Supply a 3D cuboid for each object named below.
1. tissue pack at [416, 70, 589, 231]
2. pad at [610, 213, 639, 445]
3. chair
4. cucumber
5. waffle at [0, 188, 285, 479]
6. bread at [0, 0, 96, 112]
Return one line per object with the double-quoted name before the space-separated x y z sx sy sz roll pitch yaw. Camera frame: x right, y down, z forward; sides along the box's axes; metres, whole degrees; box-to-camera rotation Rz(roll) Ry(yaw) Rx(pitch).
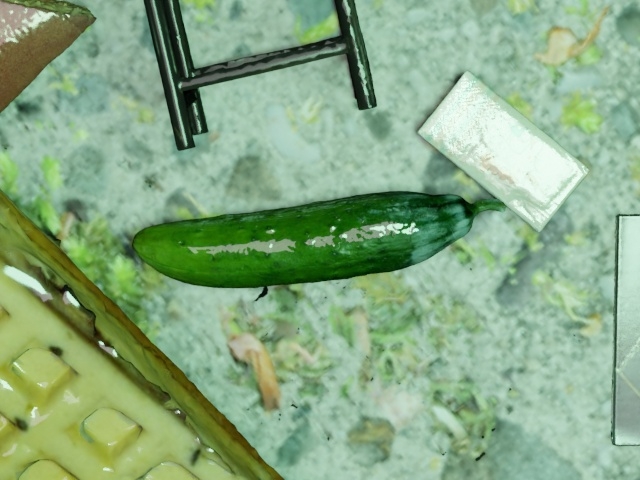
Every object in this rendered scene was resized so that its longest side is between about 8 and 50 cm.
"tissue pack" 0.122 -0.060 1.246 0.108 0.023 0.056 40 94 -2
"pad" 0.319 0.061 1.263 0.243 0.004 0.163 0 95 1
"chair" -0.057 -0.200 1.178 0.141 0.154 0.260 -12 97 1
"cucumber" 0.000 0.000 1.239 0.250 0.056 0.056 -7 95 4
"waffle" -0.179 0.177 1.187 0.261 0.114 0.376 -42 108 1
"bread" -0.255 -0.118 1.226 0.119 0.067 0.192 44 94 -3
